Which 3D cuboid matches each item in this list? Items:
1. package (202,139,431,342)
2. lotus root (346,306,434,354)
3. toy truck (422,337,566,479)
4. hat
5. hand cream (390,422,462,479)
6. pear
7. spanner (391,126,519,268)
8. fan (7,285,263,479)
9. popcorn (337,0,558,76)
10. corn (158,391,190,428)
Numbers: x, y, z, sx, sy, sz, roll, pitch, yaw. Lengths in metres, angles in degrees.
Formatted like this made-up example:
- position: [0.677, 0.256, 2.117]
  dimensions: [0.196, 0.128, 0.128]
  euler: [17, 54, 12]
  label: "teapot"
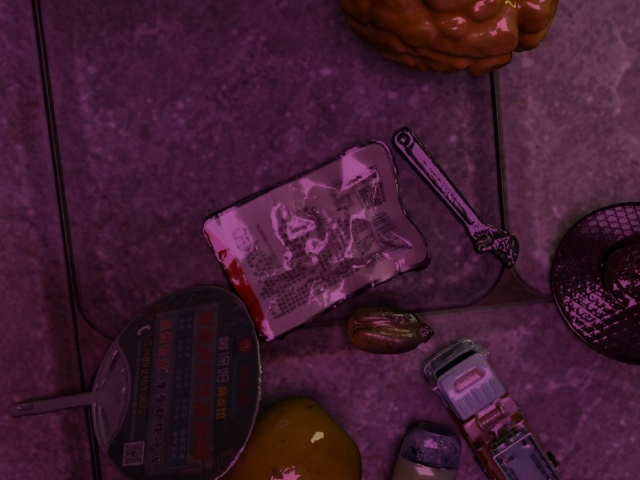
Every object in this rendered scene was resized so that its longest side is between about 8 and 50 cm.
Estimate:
- position: [0.000, 0.000, 0.855]
  dimensions: [0.232, 0.040, 0.166]
  euler: [-27, 93, 7]
  label: "package"
- position: [0.079, 0.102, 0.860]
  dimensions: [0.099, 0.049, 0.054]
  euler: [6, 74, -7]
  label: "lotus root"
- position: [0.193, 0.203, 0.844]
  dimensions: [0.080, 0.115, 0.177]
  euler: [-34, 95, 0]
  label: "toy truck"
- position: [0.368, 0.041, 0.863]
  dimensions: [0.193, 0.082, 0.193]
  euler: [12, 112, 30]
  label: "hat"
- position: [0.113, 0.300, 0.885]
  dimensions: [0.095, 0.046, 0.174]
  euler: [13, 101, -6]
  label: "hand cream"
- position: [-0.031, 0.255, 0.815]
  dimensions: [0.149, 0.149, 0.162]
  euler: [41, 70, -6]
  label: "pear"
- position: [0.156, -0.048, 0.870]
  dimensions: [0.046, 0.012, 0.208]
  euler: [-41, 96, 0]
  label: "spanner"
- position: [-0.183, 0.181, 0.802]
  dimensions: [0.294, 0.012, 0.223]
  euler: [-36, 57, 0]
  label: "fan"
- position: [0.125, -0.269, 0.754]
  dimensions: [0.200, 0.203, 0.226]
  euler: [-38, 79, -10]
  label: "popcorn"
- position: [-0.166, 0.307, 0.840]
  dimensions: [0.106, 0.106, 0.305]
  euler: [9, 90, -4]
  label: "corn"
